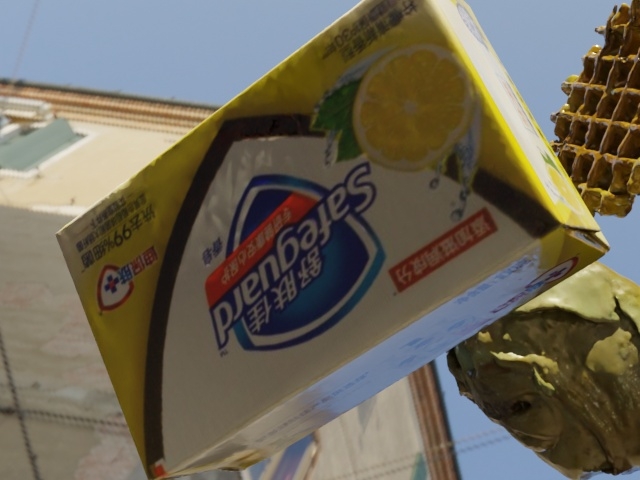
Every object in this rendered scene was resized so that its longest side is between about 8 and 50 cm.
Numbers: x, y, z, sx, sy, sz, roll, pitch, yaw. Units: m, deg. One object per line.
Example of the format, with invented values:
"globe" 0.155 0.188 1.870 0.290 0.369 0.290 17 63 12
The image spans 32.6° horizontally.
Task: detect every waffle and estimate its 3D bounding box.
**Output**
"waffle" 0.305 -0.134 1.074 0.051 0.232 0.228 19 -37 -22

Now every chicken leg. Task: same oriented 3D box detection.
"chicken leg" 0.289 0.113 0.860 0.429 0.152 0.202 13 -87 27

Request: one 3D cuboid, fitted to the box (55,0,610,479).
"box" 0.000 0.000 0.597 0.265 0.097 0.168 -33 -113 21
